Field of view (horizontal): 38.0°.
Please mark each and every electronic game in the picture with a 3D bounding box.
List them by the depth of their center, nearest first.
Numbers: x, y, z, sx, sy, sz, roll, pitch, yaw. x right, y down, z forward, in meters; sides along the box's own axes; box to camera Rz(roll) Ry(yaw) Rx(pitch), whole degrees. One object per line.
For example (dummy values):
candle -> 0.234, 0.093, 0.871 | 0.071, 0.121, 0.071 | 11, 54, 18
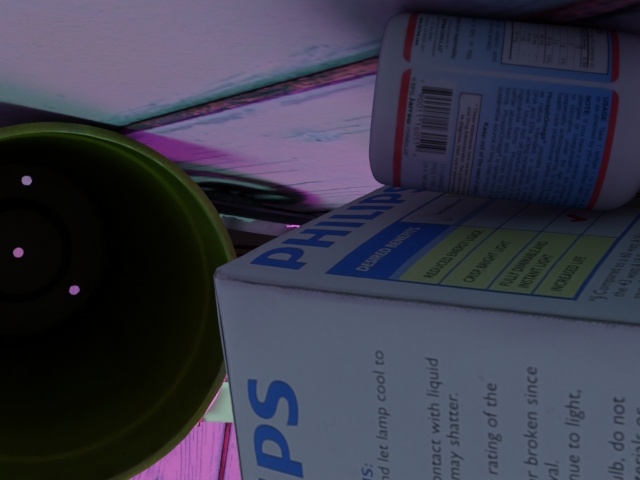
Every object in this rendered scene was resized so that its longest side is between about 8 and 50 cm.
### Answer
electronic game -> -0.114, -0.041, 1.177 | 0.229, 0.048, 0.229 | 10, -178, 0

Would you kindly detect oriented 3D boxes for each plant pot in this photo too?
plant pot -> -0.314, 0.042, 1.027 | 0.366, 0.366, 0.353 | 10, -174, -25

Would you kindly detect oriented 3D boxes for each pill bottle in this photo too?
pill bottle -> 0.107, -0.061, 0.451 | 0.160, 0.087, 0.087 | 8, 175, 7

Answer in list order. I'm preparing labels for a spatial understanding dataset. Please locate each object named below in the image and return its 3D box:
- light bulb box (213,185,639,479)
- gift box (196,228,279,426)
light bulb box -> 0.196, 0.082, 0.513 | 0.361, 0.225, 0.358 | 4, -162, 31
gift box -> -0.116, 0.087, 1.322 | 0.258, 0.276, 0.255 | 2, -150, -12
